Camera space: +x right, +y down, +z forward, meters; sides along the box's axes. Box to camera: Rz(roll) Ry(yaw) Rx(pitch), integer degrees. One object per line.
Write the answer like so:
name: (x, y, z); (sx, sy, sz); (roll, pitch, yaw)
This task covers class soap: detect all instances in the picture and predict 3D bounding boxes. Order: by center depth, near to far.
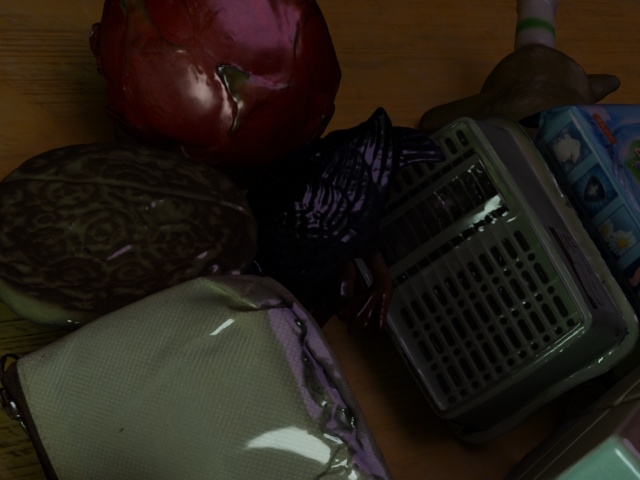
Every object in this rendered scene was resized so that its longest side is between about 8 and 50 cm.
soap: (0.330, -0.024, 1.756); (0.156, 0.077, 0.293); (-7, 60, -46)

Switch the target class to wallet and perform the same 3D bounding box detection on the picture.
wallet: (-0.089, 0.181, 1.303); (0.335, 0.275, 0.068); (65, 18, 16)

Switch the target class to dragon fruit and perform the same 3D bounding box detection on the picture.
dragon fruit: (-0.094, -0.167, 1.664); (0.241, 0.241, 0.252); (-9, 93, -48)

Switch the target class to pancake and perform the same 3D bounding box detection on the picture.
pancake: (-0.178, -0.004, 1.482); (0.250, 0.031, 0.250); (4, 40, -3)

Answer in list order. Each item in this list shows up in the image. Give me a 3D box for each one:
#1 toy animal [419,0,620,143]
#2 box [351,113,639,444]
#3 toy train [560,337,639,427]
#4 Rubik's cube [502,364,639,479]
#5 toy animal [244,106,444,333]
toy animal: (0.236, -0.134, 2.003); (0.181, 0.180, 0.363); (43, 29, -15)
box: (0.159, 0.035, 1.717); (0.290, 0.221, 0.166); (62, 18, 22)
toy train: (0.336, 0.133, 1.822); (0.134, 0.177, 0.260); (22, 41, -28)
Rubik's cube: (0.315, 0.294, 1.523); (0.316, 0.322, 0.319); (47, 36, 6)
toy animal: (0.000, 0.000, 1.605); (0.122, 0.298, 0.185); (21, -17, 46)
